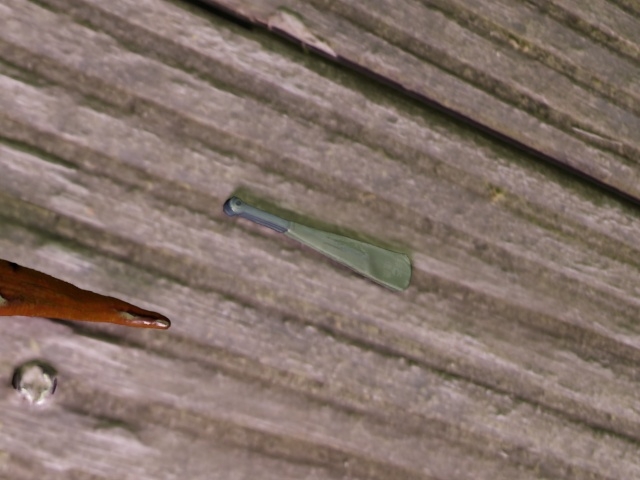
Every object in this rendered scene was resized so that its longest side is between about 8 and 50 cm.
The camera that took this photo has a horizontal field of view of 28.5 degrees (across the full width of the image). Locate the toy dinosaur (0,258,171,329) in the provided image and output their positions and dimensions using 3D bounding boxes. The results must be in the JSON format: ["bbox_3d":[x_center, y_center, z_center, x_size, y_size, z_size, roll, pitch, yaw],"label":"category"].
[{"bbox_3d":[-0.317,0.030,0.835,0.432,0.097,0.208,37,48,-23],"label":"toy dinosaur"}]

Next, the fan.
[{"bbox_3d":[0.000,0.000,1.101,0.193,0.016,0.038,23,60,-27],"label":"fan"}]
